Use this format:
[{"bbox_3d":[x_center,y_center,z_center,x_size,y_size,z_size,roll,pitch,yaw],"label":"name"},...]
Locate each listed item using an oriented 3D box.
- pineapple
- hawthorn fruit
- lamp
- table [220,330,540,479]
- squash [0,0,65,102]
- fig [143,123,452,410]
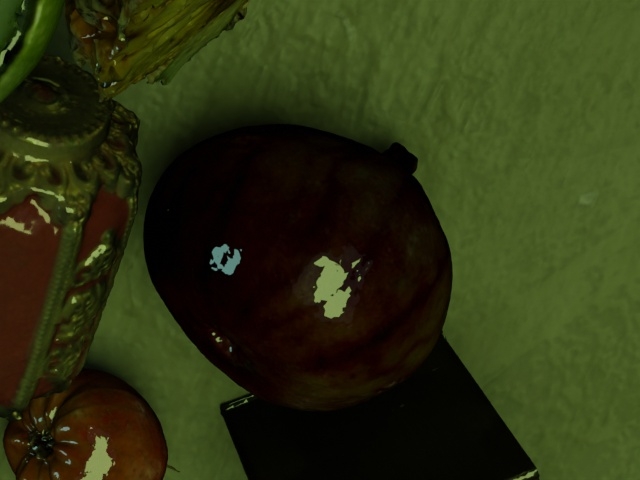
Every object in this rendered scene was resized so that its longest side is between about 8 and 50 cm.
[{"bbox_3d":[-0.117,-0.237,1.323,0.209,0.286,0.344,50,54,-1],"label":"pineapple"},{"bbox_3d":[-0.172,0.153,1.512,0.140,0.125,0.125,-23,118,-32],"label":"hawthorn fruit"},{"bbox_3d":[-0.222,0.002,1.380,0.177,0.177,0.274,9,128,-18],"label":"lamp"},{"bbox_3d":[0.073,0.265,1.547,0.196,0.250,0.282,-21,116,-7],"label":"table"},{"bbox_3d":[-0.258,-0.168,1.117,0.210,0.309,0.234,29,100,-23],"label":"squash"},{"bbox_3d":[-0.011,0.010,1.436,0.235,0.235,0.214,40,93,-25],"label":"fig"}]
